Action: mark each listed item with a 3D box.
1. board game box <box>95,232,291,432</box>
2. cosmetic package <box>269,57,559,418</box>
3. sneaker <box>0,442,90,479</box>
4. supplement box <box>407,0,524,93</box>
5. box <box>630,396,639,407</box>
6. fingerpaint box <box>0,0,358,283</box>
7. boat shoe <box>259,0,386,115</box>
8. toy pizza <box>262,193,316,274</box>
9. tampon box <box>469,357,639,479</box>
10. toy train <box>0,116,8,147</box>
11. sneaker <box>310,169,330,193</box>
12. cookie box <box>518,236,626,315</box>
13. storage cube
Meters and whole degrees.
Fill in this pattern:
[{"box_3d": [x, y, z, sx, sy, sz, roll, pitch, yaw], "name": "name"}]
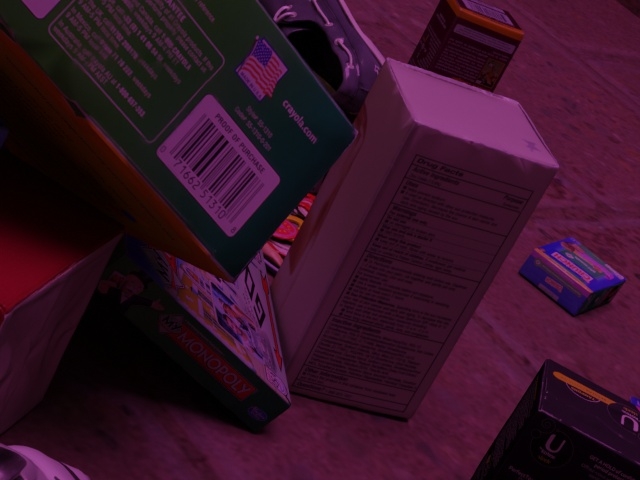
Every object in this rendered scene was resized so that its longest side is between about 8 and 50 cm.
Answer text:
[{"box_3d": [-0.126, 0.007, 1.383, 0.213, 0.046, 0.317, 46, 15, -29], "name": "board game box"}, {"box_3d": [0.071, 0.003, 1.392, 0.153, 0.296, 0.129, 17, 28, -22], "name": "cosmetic package"}, {"box_3d": [-0.114, 0.260, 0.910, 0.146, 0.122, 0.330, 19, 38, -61], "name": "sneaker"}, {"box_3d": [0.182, -0.233, 2.074, 0.104, 0.188, 0.081, 18, 26, -21], "name": "supplement box"}, {"box_3d": [0.405, 0.205, 1.665, 0.136, 0.028, 0.081, 27, 25, -7], "name": "box"}, {"box_3d": [-0.233, -0.206, 1.125, 0.371, 0.163, 0.445, 21, -24, 52], "name": "fingerpaint box"}, {"box_3d": [-0.023, -0.286, 2.058, 0.099, 0.116, 0.319, 3, 40, -49], "name": "boat shoe"}, {"box_3d": [0.000, 0.000, 1.637, 0.201, 0.032, 0.201, 23, 25, -11], "name": "toy pizza"}, {"box_3d": [0.203, 0.208, 1.299, 0.120, 0.161, 0.101, 29, 25, 0], "name": "tampon box"}, {"box_3d": [-0.295, -0.103, 1.052, 0.105, 0.080, 0.184, 17, 23, -46], "name": "toy train"}, {"box_3d": [0.000, -0.119, 1.783, 0.281, 0.106, 0.162, 22, 23, -11], "name": "sneaker"}, {"box_3d": [0.308, 0.043, 1.856, 0.092, 0.040, 0.107, 40, 29, 23], "name": "cookie box"}, {"box_3d": [-0.291, 0.038, 1.099, 0.193, 0.183, 0.215, 32, 25, 6], "name": "storage cube"}]
